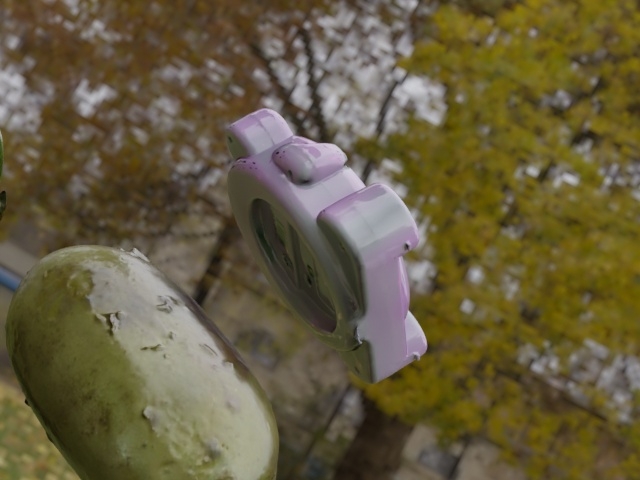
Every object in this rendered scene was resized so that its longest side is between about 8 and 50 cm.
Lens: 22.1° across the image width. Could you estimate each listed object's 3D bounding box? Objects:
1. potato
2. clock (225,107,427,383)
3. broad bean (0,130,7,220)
[{"bbox_3d":[-0.151,0.130,1.398,0.307,0.173,0.210,51,2,22],"label":"potato"},{"bbox_3d":[0.000,0.000,1.600,0.248,0.090,0.227,46,-24,36],"label":"clock"},{"bbox_3d":[-0.371,-0.097,1.308,0.292,0.144,0.049,22,6,-25],"label":"broad bean"}]
